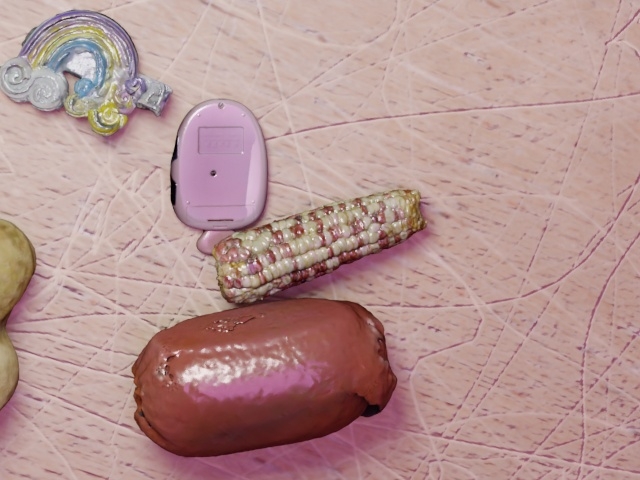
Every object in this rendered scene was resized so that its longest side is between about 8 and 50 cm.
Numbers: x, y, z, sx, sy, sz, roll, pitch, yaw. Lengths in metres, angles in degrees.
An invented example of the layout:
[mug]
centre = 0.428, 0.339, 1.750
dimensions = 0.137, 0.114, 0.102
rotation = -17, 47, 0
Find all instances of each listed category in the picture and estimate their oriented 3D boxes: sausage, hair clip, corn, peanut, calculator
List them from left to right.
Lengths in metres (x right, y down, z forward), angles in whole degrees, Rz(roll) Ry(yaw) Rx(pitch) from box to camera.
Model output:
[peanut]
centre = -0.366, 0.098, 1.855
dimensions = 0.137, 0.122, 0.253
rotation = 12, 93, -13
[hair clip]
centre = -0.235, -0.173, 1.872
dimensions = 0.172, 0.049, 0.116
rotation = 23, 82, -6
[calculator]
centre = -0.106, -0.066, 1.924
dimensions = 0.103, 0.024, 0.166
rotation = -2, 102, -11
[sausage]
centre = -0.057, 0.141, 1.909
dimensions = 0.280, 0.152, 0.152
rotation = -8, 102, -10
[corn]
centre = 0.000, 0.000, 1.929
dimensions = 0.237, 0.079, 0.079
rotation = -20, 103, -10
